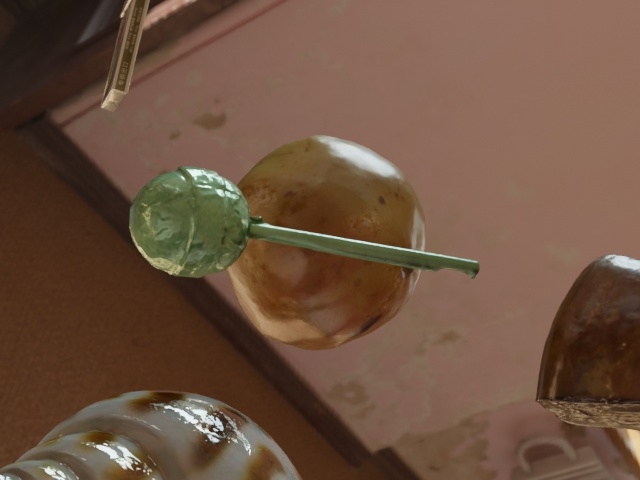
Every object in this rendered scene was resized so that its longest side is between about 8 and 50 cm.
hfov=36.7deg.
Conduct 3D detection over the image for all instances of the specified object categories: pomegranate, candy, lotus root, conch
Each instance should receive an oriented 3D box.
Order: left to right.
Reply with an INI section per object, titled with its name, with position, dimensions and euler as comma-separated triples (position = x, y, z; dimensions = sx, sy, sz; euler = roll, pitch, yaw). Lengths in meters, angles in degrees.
[conch]
position = -0.123, 0.182, 0.662
dimensions = 0.275, 0.182, 0.149
euler = -16, 97, -56
[pomegranate]
position = -0.009, 0.009, 1.507
dimensions = 0.342, 0.342, 0.343
euler = 45, 33, -39
[candy]
position = 0.000, 0.000, 1.100
dimensions = 0.439, 0.119, 0.119
euler = 8, 56, -25
[lotus root]
position = 0.489, 0.168, 1.402
dimensions = 0.316, 0.316, 0.250
euler = 39, 61, -46

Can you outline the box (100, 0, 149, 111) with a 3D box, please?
[box]
position = -0.289, -0.300, 1.443
dimensions = 0.029, 0.109, 0.198
euler = 15, 77, -20
